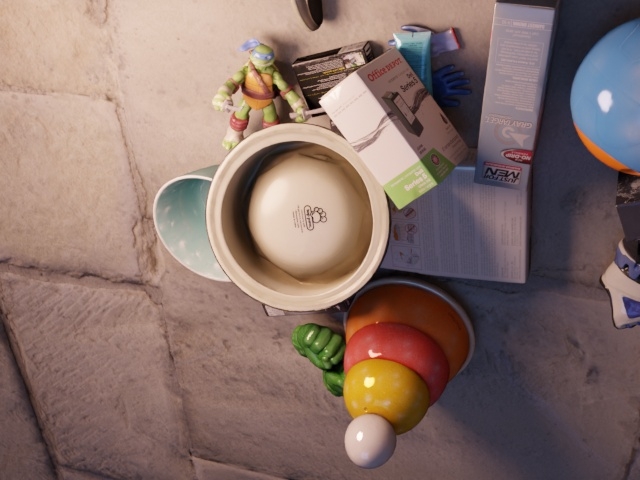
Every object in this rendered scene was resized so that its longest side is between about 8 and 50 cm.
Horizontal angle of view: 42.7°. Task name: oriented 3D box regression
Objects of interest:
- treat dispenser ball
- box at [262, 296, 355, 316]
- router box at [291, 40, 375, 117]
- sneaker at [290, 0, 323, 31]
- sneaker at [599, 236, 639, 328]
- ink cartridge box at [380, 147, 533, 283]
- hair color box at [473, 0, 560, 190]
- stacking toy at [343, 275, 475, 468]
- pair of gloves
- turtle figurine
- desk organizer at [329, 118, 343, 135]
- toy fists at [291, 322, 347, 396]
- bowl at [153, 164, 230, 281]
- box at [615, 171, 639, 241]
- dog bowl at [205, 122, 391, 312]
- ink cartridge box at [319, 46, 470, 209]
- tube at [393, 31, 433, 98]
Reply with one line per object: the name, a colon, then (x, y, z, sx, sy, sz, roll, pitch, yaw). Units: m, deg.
treat dispenser ball: (0.599, -0.258, 1.471, 0.288, 0.288, 0.288, 12, 127, 16)
box: (-0.013, 0.112, 2.074, 0.231, 0.183, 0.056, -6, 120, 26)
router box: (0.041, -0.353, 1.803, 0.178, 0.046, 0.133, -7, 121, 27)
sneaker: (0.000, -0.536, 1.665, 0.118, 0.083, 0.222, 2, 123, 22)
sneaker: (0.751, 0.137, 1.812, 0.315, 0.127, 0.182, 35, 134, 6)
ink cartridge box: (0.287, -0.062, 1.878, 0.384, 0.091, 0.308, 6, 127, 20)
hair color box: (0.385, -0.306, 1.596, 0.113, 0.185, 0.375, 11, 127, 16)
stacking toy: (0.160, 0.344, 1.971, 0.350, 0.480, 0.351, 12, 127, 16)
pair of gloves: (0.228, -0.366, 1.728, 0.159, 0.023, 0.198, -8, 121, 27)
turtle figurine: (-0.135, -0.277, 1.816, 0.275, 0.197, 0.266, 51, 151, 23)
desk organizer: (0.085, -0.264, 1.844, 0.130, 0.050, 0.047, -10, 86, 46)
toy fists: (0.036, 0.338, 2.247, 0.142, 0.096, 0.279, -14, 118, 51)
bowl: (-0.244, -0.066, 2.058, 0.311, 0.163, 0.312, 12, 127, 16)
box: (0.685, -0.088, 1.642, 0.156, 0.158, 0.093, -13, 118, 30)
dog bowl: (-0.037, -0.055, 1.799, 0.407, 0.150, 0.408, 2, 99, 13)
ink cartridge box: (0.154, -0.230, 1.653, 0.114, 0.198, 0.273, -33, 96, 38)
tube: (0.204, -0.335, 1.720, 0.080, 0.052, 0.207, 0, 121, 20)
